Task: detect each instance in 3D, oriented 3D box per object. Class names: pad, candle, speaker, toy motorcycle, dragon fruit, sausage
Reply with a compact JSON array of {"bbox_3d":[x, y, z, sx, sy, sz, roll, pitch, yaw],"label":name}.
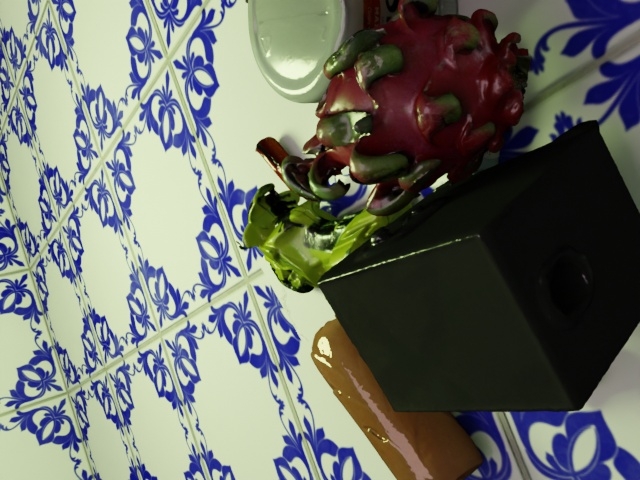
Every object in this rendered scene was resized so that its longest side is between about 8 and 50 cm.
[{"bbox_3d":[-0.033,0.089,1.180,0.232,0.004,0.156,59,140,21],"label":"pad"},{"bbox_3d":[-0.047,-0.115,1.109,0.048,0.053,0.162,-42,67,1],"label":"candle"},{"bbox_3d":[0.177,0.026,0.663,0.232,0.254,0.184,-20,102,52],"label":"speaker"},{"bbox_3d":[0.001,-0.002,1.002,0.206,0.142,0.342,47,151,-26],"label":"toy motorcycle"},{"bbox_3d":[0.087,-0.125,0.700,0.198,0.218,0.273,25,148,-5],"label":"dragon fruit"},{"bbox_3d":[0.100,0.232,0.963,0.304,0.121,0.121,51,136,28],"label":"sausage"}]

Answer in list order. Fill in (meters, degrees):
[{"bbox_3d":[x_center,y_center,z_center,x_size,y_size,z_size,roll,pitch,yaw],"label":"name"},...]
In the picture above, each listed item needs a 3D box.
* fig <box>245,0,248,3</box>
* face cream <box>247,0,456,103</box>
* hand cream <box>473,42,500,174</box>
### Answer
[{"bbox_3d":[-0.149,-0.474,1.081,0.117,0.117,0.177,6,128,51],"label":"fig"},{"bbox_3d":[0.035,-0.278,0.827,0.201,0.187,0.201,20,116,47],"label":"face cream"},{"bbox_3d":[0.192,-0.146,0.789,0.065,0.043,0.171,1,105,11],"label":"hand cream"}]
